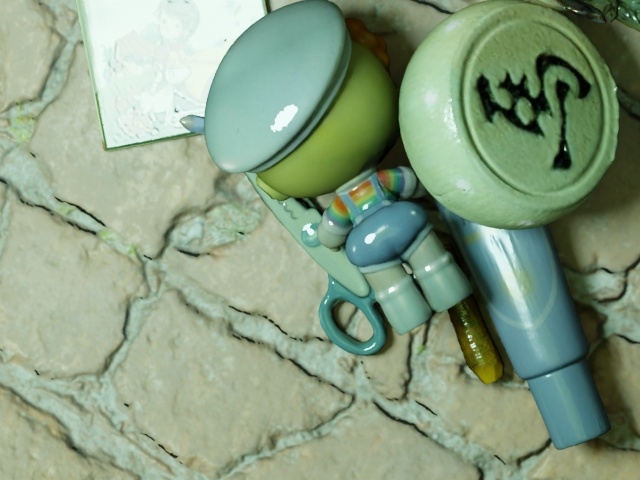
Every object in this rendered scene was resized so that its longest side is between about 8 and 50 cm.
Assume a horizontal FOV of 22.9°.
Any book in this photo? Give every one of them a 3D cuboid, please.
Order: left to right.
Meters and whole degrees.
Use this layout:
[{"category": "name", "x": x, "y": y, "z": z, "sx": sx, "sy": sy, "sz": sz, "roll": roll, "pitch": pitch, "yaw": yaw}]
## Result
[{"category": "book", "x": -0.176, "y": -0.279, "z": 1.844, "sx": 0.228, "sy": 0.018, "sz": 0.322, "roll": -10, "pitch": 95, "yaw": 9}]

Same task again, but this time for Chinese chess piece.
[{"category": "Chinese chess piece", "x": 0.206, "y": -0.136, "z": 1.701, "sx": 0.250, "sy": 0.101, "sz": 0.250, "roll": 4, "pitch": 81, "yaw": -29}]

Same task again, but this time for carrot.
[{"category": "carrot", "x": 0.167, "y": 0.083, "z": 1.821, "sx": 0.042, "sy": 0.042, "sz": 0.171, "roll": -20, "pitch": 93, "yaw": 10}]

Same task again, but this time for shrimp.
[{"category": "shrimp", "x": 0.330, "y": -0.240, "z": 1.673, "sx": 0.296, "sy": 0.169, "sz": 0.058, "roll": 27, "pitch": 120, "yaw": 25}]

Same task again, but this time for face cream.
[{"category": "face cream", "x": 0.227, "y": 0.047, "z": 1.790, "sx": 0.135, "sy": 0.086, "sz": 0.385, "roll": -22, "pitch": 88, "yaw": 19}]

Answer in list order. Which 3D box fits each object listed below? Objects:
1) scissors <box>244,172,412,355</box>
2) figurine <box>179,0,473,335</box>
[{"category": "scissors", "x": 0.000, "y": 0.000, "z": 1.836, "sx": 0.138, "sy": 0.041, "sz": 0.289, "roll": -41, "pitch": 90, "yaw": 15}, {"category": "figurine", "x": 0.041, "y": -0.087, "z": 1.719, "sx": 0.382, "sy": 0.205, "sz": 0.224, "roll": 44, "pitch": 100, "yaw": 2}]
